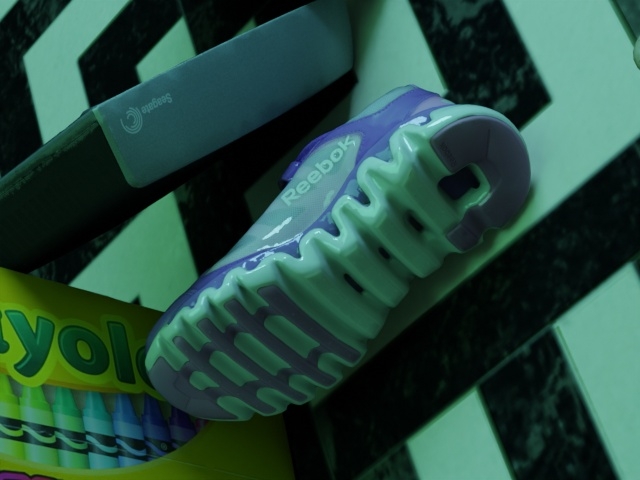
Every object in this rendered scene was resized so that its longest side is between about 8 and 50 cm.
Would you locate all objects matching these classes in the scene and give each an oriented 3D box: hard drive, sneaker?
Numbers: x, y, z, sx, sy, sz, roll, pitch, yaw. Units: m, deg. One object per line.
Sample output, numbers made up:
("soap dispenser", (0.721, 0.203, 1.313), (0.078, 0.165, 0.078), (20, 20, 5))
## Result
("hard drive", (-0.089, -0.060, 0.946), (0.172, 0.255, 0.054), (-31, 93, 36))
("sneaker", (0.000, 0.000, 0.901), (0.236, 0.095, 0.104), (-39, 37, 4))

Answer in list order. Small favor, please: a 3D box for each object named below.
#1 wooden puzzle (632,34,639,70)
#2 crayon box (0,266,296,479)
("wooden puzzle", (0.284, -0.163, 0.568), (0.322, 0.080, 0.347), (40, 106, 47))
("crayon box", (-0.160, 0.168, 0.823), (0.106, 0.363, 0.313), (-35, 53, 34))
